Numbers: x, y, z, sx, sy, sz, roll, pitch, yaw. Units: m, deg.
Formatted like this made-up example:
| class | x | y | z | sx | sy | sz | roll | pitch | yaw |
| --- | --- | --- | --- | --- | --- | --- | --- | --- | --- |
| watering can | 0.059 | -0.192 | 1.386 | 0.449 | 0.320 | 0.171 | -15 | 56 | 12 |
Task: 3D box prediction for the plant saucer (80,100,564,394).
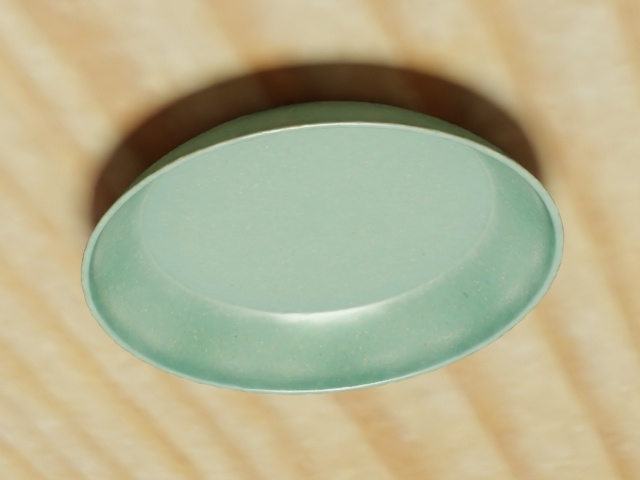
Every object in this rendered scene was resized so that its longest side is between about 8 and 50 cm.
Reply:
| class | x | y | z | sx | sy | sz | roll | pitch | yaw |
| --- | --- | --- | --- | --- | --- | --- | --- | --- | --- |
| plant saucer | 0.000 | 0.000 | 0.447 | 0.119 | 0.021 | 0.119 | -4 | 145 | -3 |
